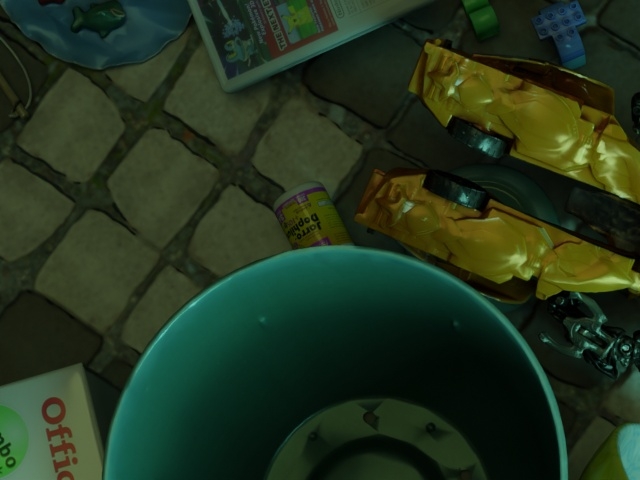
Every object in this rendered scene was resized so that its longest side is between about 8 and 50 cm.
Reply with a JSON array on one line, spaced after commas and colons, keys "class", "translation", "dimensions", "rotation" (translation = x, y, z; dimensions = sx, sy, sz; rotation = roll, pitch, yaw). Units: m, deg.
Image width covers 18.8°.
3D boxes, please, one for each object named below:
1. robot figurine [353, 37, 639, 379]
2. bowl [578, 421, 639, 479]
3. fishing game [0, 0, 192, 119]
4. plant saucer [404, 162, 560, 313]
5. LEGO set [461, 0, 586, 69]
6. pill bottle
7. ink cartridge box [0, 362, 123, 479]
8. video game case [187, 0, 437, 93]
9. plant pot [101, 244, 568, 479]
[{"class": "robot figurine", "translation": [0.184, -0.027, 1.378], "dimensions": [0.291, 0.085, 0.211], "rotation": [23, 100, -1]}, {"class": "bowl", "translation": [0.245, 0.273, 1.246], "dimensions": [0.289, 0.289, 0.156], "rotation": [47, 107, 16]}, {"class": "fishing game", "translation": [-0.175, -0.231, 1.545], "dimensions": [0.264, 0.041, 0.189], "rotation": [-30, 76, 0]}, {"class": "plant saucer", "translation": [0.121, -0.003, 1.449], "dimensions": [0.119, 0.021, 0.119], "rotation": [-2, 76, 9]}, {"class": "LEGO set", "translation": [0.139, -0.199, 1.458], "dimensions": [0.087, 0.093, 0.227], "rotation": [-22, 73, 3]}, {"class": "pill bottle", "translation": [0.000, 0.000, 1.455], "dimensions": [0.043, 0.043, 0.083], "rotation": [-28, 73, 1]}, {"class": "ink cartridge box", "translation": [-0.245, 0.227, 1.355], "dimensions": [0.270, 0.197, 0.198], "rotation": [-17, 74, 4]}, {"class": "video game case", "translation": [-0.027, -0.240, 1.487], "dimensions": [0.183, 0.023, 0.201], "rotation": [-23, 83, 14]}, {"class": "plant pot", "translation": [0.025, 0.172, 1.307], "dimensions": [0.293, 0.235, 0.293], "rotation": [-2, 76, 9]}]
